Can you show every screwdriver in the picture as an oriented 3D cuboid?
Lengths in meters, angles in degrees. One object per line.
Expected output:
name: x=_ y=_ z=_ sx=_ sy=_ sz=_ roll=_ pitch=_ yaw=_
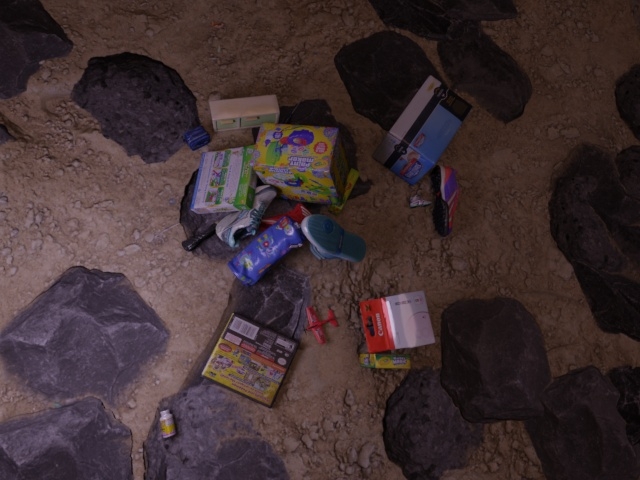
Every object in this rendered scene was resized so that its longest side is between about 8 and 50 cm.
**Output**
screwdriver: x=-0.121 y=-0.554 z=1.786 sx=0.025 sy=0.024 sz=0.170 roll=14 pitch=64 yaw=23

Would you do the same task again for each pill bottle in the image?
pill bottle: x=-0.514 y=0.614 z=1.393 sx=0.043 sy=0.043 sz=0.083 roll=-14 pitch=78 yaw=-14

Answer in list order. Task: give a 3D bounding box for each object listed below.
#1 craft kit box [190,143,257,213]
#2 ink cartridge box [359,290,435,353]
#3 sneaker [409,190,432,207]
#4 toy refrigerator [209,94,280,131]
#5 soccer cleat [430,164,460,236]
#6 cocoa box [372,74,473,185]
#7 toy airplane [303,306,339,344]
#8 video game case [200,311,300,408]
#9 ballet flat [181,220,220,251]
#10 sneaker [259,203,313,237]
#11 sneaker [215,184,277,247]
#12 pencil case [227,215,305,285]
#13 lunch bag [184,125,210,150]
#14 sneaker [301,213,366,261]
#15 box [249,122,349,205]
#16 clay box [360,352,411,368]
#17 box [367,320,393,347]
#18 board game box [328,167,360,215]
craft kit box: x=-0.356 y=-0.230 z=1.567 sx=0.247 sy=0.061 sz=0.249 roll=-3 pitch=69 yaw=25
ink cartridge box: x=0.271 y=0.285 z=1.456 sx=0.232 sy=0.066 sz=0.189 roll=-7 pitch=78 yaw=-17
sneaker: x=0.427 y=-0.180 z=1.777 sx=0.098 sy=0.038 sz=0.069 roll=-7 pitch=78 yaw=-13
toy refrigerator: x=-0.308 y=-0.516 z=1.696 sx=0.270 sy=0.102 sz=0.094 roll=-10 pitch=78 yaw=-14
soccer cleat: x=0.545 y=-0.169 z=1.765 sx=0.116 sy=0.108 sz=0.318 roll=4 pitch=72 yaw=-14
cocoa box: x=0.426 y=-0.456 z=1.748 sx=0.228 sy=0.231 sz=0.347 roll=36 pitch=72 yaw=-1
toy airplane: x=0.003 y=0.312 z=1.576 sx=0.151 sy=0.028 sz=0.151 roll=3 pitch=76 yaw=-11
video game case: x=-0.249 y=0.428 z=1.497 sx=0.275 sy=0.035 sz=0.248 roll=26 pitch=72 yaw=-4
ballet flat: x=-0.446 y=-0.025 z=1.565 sx=0.173 sy=0.057 sz=0.049 roll=-40 pitch=81 yaw=-18
sneaker: x=-0.134 y=-0.083 z=1.643 sx=0.221 sy=0.087 sz=0.128 roll=9 pitch=53 yaw=-3
sneaker: x=-0.255 y=-0.083 z=1.555 sx=0.283 sy=0.110 sz=0.122 roll=-45 pitch=54 yaw=2
pencil case: x=-0.190 y=0.040 z=1.519 sx=0.306 sy=0.119 sz=0.133 roll=-39 pitch=63 yaw=3
lunch bag: x=-0.484 y=-0.405 z=1.652 sx=0.098 sy=0.067 sz=0.065 roll=-33 pitch=84 yaw=-18
sneaker: x=0.000 y=0.000 z=1.543 sx=0.319 sy=0.208 sz=0.127 roll=31 pitch=69 yaw=-40
box: x=-0.064 y=-0.277 z=1.541 sx=0.290 sy=0.279 sz=0.177 roll=8 pitch=73 yaw=14
clay box: x=0.232 y=0.431 z=1.486 sx=0.128 sy=0.222 sz=0.053 roll=3 pitch=75 yaw=-9
box: x=0.280 y=0.322 z=1.559 sx=0.158 sy=0.156 sz=0.093 roll=-29 pitch=84 yaw=-16
board game box: x=0.096 y=-0.197 z=1.692 sx=0.043 sy=0.092 sz=0.181 roll=28 pitch=72 yaw=-3
